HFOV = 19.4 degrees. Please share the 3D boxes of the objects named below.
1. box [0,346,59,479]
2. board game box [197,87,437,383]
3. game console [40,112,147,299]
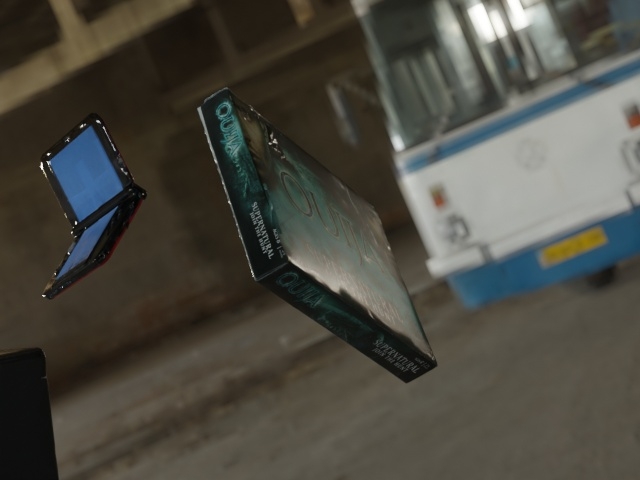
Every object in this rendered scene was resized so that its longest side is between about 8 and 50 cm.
[{"bbox_3d":[-0.237,0.153,0.953,0.103,0.184,0.261,-12,5,-40],"label":"box"},{"bbox_3d":[0.000,0.000,1.099,0.026,0.126,0.186,-30,-33,16],"label":"board game box"},{"bbox_3d":[-0.230,-0.029,1.728,0.144,0.085,0.124,-30,28,56],"label":"game console"}]
